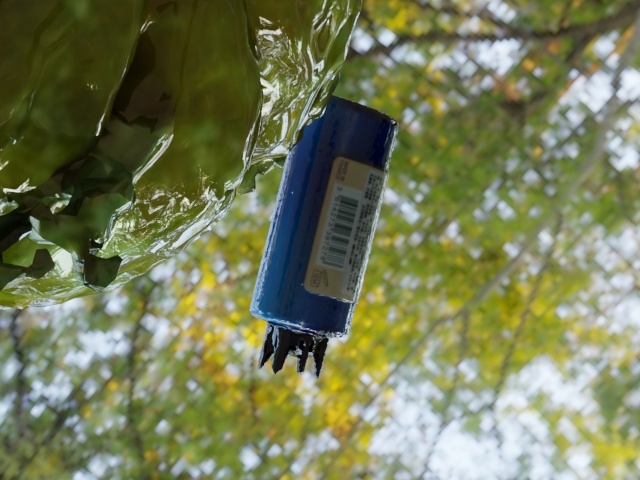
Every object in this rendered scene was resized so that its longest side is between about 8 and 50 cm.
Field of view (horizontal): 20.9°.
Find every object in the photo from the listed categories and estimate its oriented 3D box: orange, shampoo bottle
[{"bbox_3d":[-0.120,-0.129,0.493,0.300,0.223,0.301,-45,-54,-44],"label":"orange"},{"bbox_3d":[0.000,0.000,1.133,0.050,0.183,0.087,12,178,38],"label":"shampoo bottle"}]
